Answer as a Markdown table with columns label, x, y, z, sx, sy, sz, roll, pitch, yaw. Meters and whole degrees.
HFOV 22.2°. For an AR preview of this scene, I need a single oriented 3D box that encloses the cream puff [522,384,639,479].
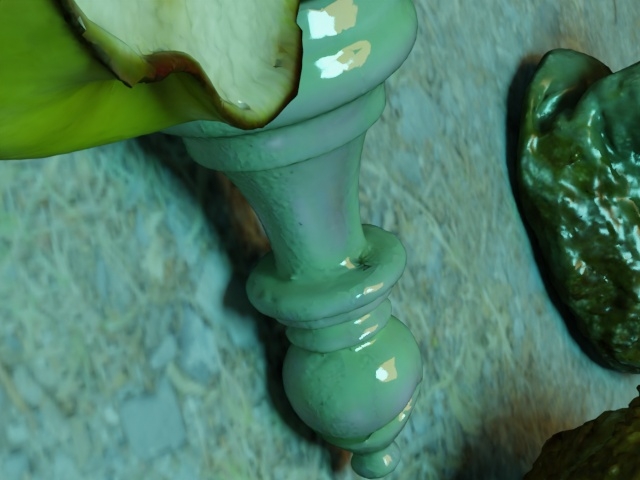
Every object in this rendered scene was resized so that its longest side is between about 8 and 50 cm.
| label | x | y | z | sx | sy | sz | roll | pitch | yaw |
| --- | --- | --- | --- | --- | --- | --- | --- | --- | --- |
| cream puff | 0.192 | 0.201 | 0.902 | 0.303 | 0.212 | 0.303 | -53 | 159 | -31 |

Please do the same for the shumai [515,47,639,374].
| label | x | y | z | sx | sy | sz | roll | pitch | yaw |
| --- | --- | --- | --- | --- | --- | --- | --- | --- | --- |
| shumai | 0.268 | -0.029 | 1.117 | 0.272 | 0.204 | 0.222 | 39 | 50 | -50 |

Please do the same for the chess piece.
| label | x | y | z | sx | sy | sz | roll | pitch | yaw |
| --- | --- | --- | --- | --- | --- | --- | --- | --- | --- |
| chess piece | 0.000 | 0.000 | 0.774 | 0.139 | 0.139 | 0.271 | -51 | 132 | -51 |

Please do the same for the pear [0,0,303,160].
| label | x | y | z | sx | sy | sz | roll | pitch | yaw |
| --- | --- | --- | --- | --- | --- | --- | --- | --- | --- |
| pear | -0.138 | -0.214 | 0.546 | 0.340 | 0.191 | 0.386 | 20 | 65 | -67 |
